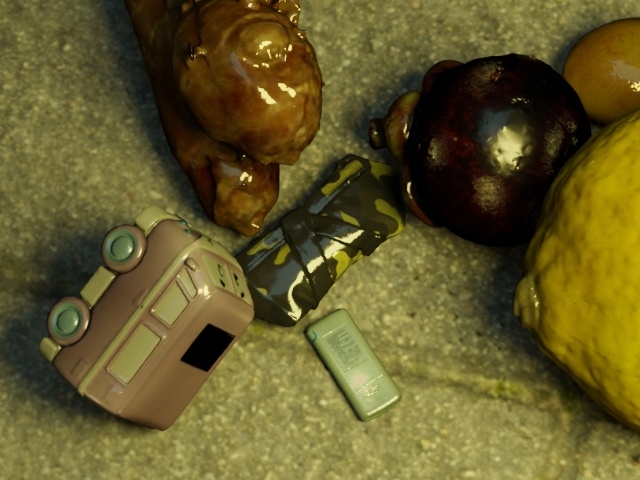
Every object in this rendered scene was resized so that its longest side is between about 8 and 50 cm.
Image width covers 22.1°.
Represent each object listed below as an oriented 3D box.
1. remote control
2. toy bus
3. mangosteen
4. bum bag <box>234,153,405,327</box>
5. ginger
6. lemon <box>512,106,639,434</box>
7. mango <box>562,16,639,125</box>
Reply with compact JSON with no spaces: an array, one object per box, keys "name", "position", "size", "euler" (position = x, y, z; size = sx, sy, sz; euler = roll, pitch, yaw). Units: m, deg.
[{"name":"remote control","position":[0.035,0.130,1.725],"size":[0.053,0.018,0.124],"euler":[-31,68,-10]},{"name":"toy bus","position":[-0.169,0.081,1.677],"size":[0.142,0.142,0.202],"euler":[38,91,28]},{"name":"mangosteen","position":[0.160,-0.100,1.723],"size":[0.250,0.211,0.211],"euler":[11,67,31]},{"name":"bum bag","position":[0.000,0.000,1.761],"size":[0.232,0.060,0.106],"euler":[-41,78,-11]},{"name":"ginger","position":[-0.104,-0.235,1.778],"size":[0.176,0.254,0.418],"euler":[-2,58,-21]},{"name":"lemon","position":[0.371,0.028,1.564],"size":[0.387,0.350,0.349],"euler":[-3,67,-7]},{"name":"mango","position":[0.377,-0.183,1.793],"size":[0.228,0.099,0.136],"euler":[-5,60,-7]}]
